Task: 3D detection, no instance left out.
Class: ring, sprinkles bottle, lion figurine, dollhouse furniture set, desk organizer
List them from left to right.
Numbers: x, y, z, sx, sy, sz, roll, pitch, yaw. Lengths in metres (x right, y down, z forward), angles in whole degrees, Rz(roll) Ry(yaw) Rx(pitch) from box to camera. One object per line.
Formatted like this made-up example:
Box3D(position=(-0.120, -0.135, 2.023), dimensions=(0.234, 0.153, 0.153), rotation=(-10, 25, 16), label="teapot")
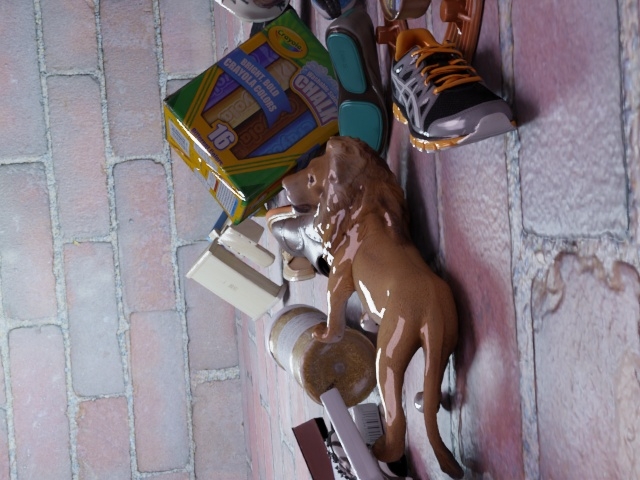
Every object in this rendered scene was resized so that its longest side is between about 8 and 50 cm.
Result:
Box3D(position=(-0.126, -0.020, 2.206), dimensions=(0.286, 0.198, 0.303), rotation=(-42, 17, 50), label="dollhouse furniture set")
Box3D(position=(-0.006, 0.175, 1.503), dimensions=(0.355, 0.121, 0.121), rotation=(-172, 78, -79), label="sprinkles bottle")
Box3D(position=(0.000, 0.393, 1.743), dimensions=(0.130, 0.050, 0.047), rotation=(66, -163, 17), label="desk organizer")
Box3D(position=(0.080, 0.056, 1.068), dimensions=(0.392, 0.142, 0.240), rotation=(49, 137, 49), label="lion figurine")
Box3D(position=(0.101, -0.300, 1.004), dimensions=(0.336, 0.032, 0.336), rotation=(175, 90, -80), label="ring")

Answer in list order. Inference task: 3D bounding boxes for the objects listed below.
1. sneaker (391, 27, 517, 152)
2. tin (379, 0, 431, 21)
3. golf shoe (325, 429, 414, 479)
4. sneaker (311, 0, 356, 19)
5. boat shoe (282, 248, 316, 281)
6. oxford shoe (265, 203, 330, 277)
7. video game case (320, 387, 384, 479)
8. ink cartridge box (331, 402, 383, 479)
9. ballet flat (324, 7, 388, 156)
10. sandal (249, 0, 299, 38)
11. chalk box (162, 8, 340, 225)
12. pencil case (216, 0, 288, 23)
Box3D(position=(0.108, -0.137, 0.853), dimensions=(0.215, 0.084, 0.083), rotation=(-129, 27, -65), label="sneaker")
Box3D(position=(0.083, -0.311, 0.923), dimensions=(0.106, 0.040, 0.189), rotation=(-134, 40, -67), label="tin")
Box3D(position=(0.073, 0.302, 1.265), dimensions=(0.077, 0.094, 0.198), rotation=(51, -179, -30), label="golf shoe")
Box3D(position=(0.018, -0.346, 1.352), dimensions=(0.190, 0.071, 0.082), rotation=(-95, 1, -54), label="sneaker")
Box3D(position=(-0.047, 0.032, 1.812), dimensions=(0.170, 0.063, 0.059), rotation=(-126, 28, -71), label="boat shoe")
Box3D(position=(0.000, 0.000, 1.409), dimensions=(0.363, 0.130, 0.132), rotation=(134, 123, -77), label="oxford shoe")
Box3D(position=(0.086, 0.322, 1.057), dimensions=(0.285, 0.025, 0.204), rotation=(65, 176, -20), label="video game case")
Box3D(position=(0.066, 0.378, 1.409), dimensions=(0.208, 0.045, 0.206), rotation=(105, 158, -55), label="ink cartridge box")
Box3D(position=(0.056, -0.194, 1.197), dimensions=(0.068, 0.072, 0.213), rotation=(-56, -33, -37), label="ballet flat")
Box3D(position=(-0.066, -0.363, 1.713), dimensions=(0.167, 0.107, 0.445), rotation=(-112, 33, -61), label="sandal")
Box3D(position=(-0.056, -0.187, 1.351), dimensions=(0.179, 0.289, 0.180), rotation=(51, 167, 3), label="chalk box")
Box3D(position=(-0.058, -0.486, 1.246), dimensions=(0.410, 0.160, 0.183), rotation=(123, 140, -55), label="pencil case")
